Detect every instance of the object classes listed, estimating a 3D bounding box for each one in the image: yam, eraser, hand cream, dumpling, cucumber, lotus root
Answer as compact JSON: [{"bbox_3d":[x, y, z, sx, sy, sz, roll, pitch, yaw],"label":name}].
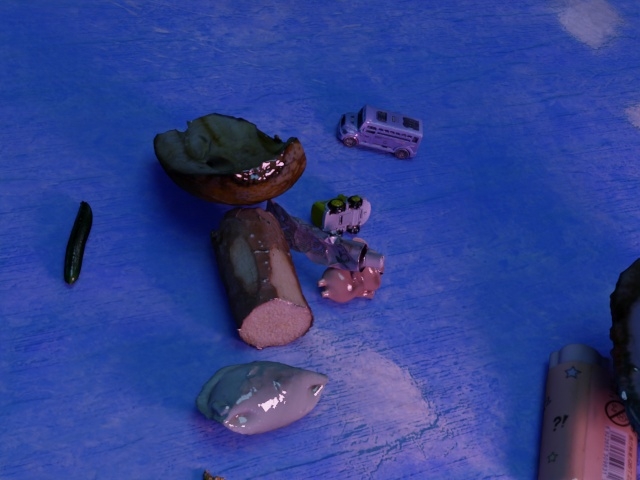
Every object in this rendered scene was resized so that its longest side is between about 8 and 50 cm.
[{"bbox_3d":[-0.105,0.056,1.852,0.128,0.129,0.238,-24,54,6],"label":"yam"},{"bbox_3d":[0.468,0.323,1.856,0.171,0.087,0.290,22,47,-5],"label":"eraser"},{"bbox_3d":[-0.002,0.001,1.906,0.257,0.084,0.050,23,34,26],"label":"hand cream"},{"bbox_3d":[-0.096,0.228,1.711,0.216,0.105,0.149,-13,56,-29],"label":"dumpling"},{"bbox_3d":[-0.412,-0.001,1.843,0.033,0.036,0.184,8,49,-4],"label":"cucumber"},{"bbox_3d":[-0.161,-0.124,1.921,0.210,0.142,0.314,-28,30,-15],"label":"lotus root"}]

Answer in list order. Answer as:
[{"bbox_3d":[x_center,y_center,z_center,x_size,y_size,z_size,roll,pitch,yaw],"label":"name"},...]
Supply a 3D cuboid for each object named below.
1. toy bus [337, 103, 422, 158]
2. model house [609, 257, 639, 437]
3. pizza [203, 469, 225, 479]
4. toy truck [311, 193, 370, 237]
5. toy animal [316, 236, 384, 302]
[{"bbox_3d":[0.122,-0.228,2.215,0.167,0.076,0.073,13,47,-10],"label":"toy bus"},{"bbox_3d":[0.684,0.243,1.872,0.297,0.339,0.360,-14,48,20],"label":"model house"},{"bbox_3d":[-0.148,0.374,1.624,0.037,0.016,0.083,-21,58,-41],"label":"pizza"},{"bbox_3d":[0.037,-0.055,2.042,0.111,0.076,0.077,-17,38,-32],"label":"toy truck"},{"bbox_3d":[0.056,0.060,1.934,0.150,0.083,0.089,-27,52,-35],"label":"toy animal"}]
